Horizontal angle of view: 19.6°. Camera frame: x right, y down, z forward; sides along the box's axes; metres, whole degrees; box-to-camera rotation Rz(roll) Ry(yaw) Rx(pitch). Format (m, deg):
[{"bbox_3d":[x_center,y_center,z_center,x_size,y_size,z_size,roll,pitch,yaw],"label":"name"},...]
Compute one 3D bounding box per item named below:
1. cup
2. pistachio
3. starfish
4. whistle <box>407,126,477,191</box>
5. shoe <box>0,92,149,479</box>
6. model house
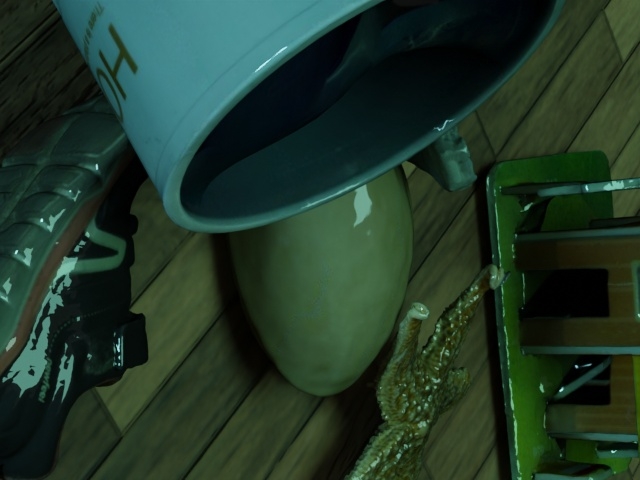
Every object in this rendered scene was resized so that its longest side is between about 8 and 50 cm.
[{"bbox_3d":[-0.031,-0.203,1.097,0.311,0.257,0.331,58,26,16],"label":"cup"},{"bbox_3d":[0.000,0.000,1.318,0.136,0.136,0.226,-15,107,-52],"label":"pistachio"},{"bbox_3d":[0.066,0.120,1.399,0.295,0.048,0.231,-38,147,-50],"label":"starfish"},{"bbox_3d":[0.073,-0.111,1.362,0.123,0.223,0.123,-10,125,-15],"label":"whistle"},{"bbox_3d":[-0.150,0.027,1.118,0.137,0.114,0.291,49,54,-32],"label":"shoe"},{"bbox_3d":[0.291,0.071,1.516,0.340,0.324,0.300,-9,94,-52],"label":"model house"}]
